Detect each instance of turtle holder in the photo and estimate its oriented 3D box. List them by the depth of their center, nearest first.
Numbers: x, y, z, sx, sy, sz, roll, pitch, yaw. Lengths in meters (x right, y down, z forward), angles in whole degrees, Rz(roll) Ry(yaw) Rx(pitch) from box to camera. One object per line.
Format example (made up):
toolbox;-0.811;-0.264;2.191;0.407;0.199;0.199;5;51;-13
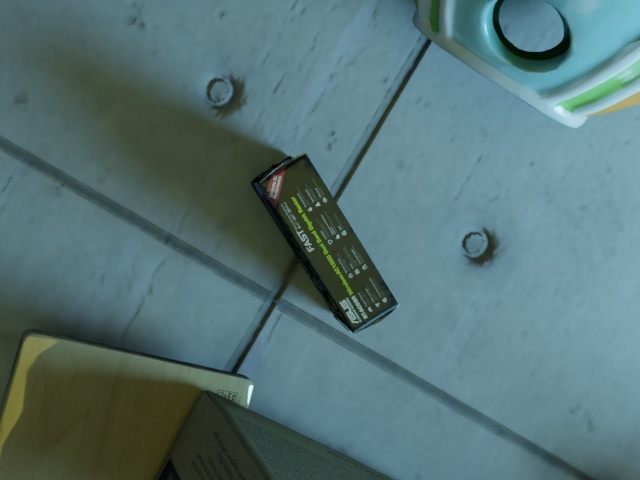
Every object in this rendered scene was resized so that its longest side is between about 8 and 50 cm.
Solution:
turtle holder;0.145;-0.216;0.589;0.320;0.243;0.227;25;111;-19

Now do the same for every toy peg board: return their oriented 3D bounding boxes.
toy peg board;-0.152;0.149;0.662;0.161;0.079;0.161;16;92;-24

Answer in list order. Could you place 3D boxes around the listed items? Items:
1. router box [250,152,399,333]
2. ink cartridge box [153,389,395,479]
router box;0.000;0.000;0.654;0.038;0.092;0.122;-32;96;-4
ink cartridge box;0.024;0.207;0.594;0.235;0.193;0.088;30;89;-23
